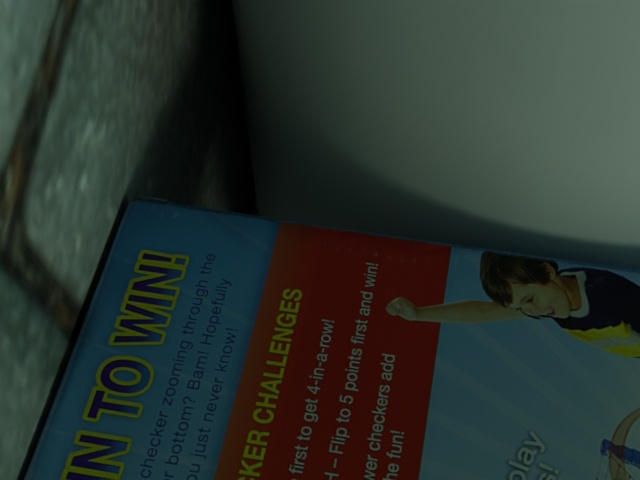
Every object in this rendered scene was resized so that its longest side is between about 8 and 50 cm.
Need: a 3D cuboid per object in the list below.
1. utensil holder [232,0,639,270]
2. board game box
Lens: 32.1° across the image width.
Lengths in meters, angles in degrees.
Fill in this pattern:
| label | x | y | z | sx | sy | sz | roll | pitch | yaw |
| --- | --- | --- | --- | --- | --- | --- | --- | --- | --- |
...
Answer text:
| label | x | y | z | sx | sy | sz | roll | pitch | yaw |
| --- | --- | --- | --- | --- | --- | --- | --- | --- | --- |
| utensil holder | 0.117 | -0.119 | 0.459 | 0.385 | 0.327 | 0.327 | 85 | 14 | -51 |
| board game box | 0.054 | 0.148 | 0.307 | 0.086 | 0.302 | 0.308 | 89 | 12 | -53 |
